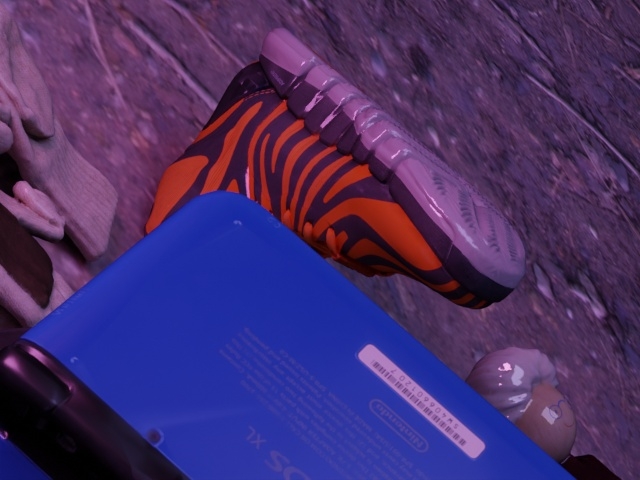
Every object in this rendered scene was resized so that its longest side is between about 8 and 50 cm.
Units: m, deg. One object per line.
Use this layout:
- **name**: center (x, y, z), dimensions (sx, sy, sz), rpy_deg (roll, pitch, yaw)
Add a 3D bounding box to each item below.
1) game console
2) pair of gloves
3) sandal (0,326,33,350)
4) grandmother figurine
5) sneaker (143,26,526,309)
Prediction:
- **game console**: center (-0.036, 0.167, 0.899), dimensions (0.293, 0.173, 0.250), rpy_deg (42, 48, 8)
- **pair of gloves**: center (-0.186, -0.049, 1.139), dimensions (0.204, 0.042, 0.240), rpy_deg (56, 18, -21)
- **sandal**: center (-0.031, 0.202, 1.016), dimensions (0.446, 0.167, 0.107), rpy_deg (42, 25, -24)
- **grandmother figurine**: center (0.211, 0.232, 1.455), dimensions (0.342, 0.104, 0.208), rpy_deg (59, 18, 2)
- **sneaker**: center (0.000, 0.000, 1.257), dimensions (0.124, 0.180, 0.321), rpy_deg (37, 6, -33)
